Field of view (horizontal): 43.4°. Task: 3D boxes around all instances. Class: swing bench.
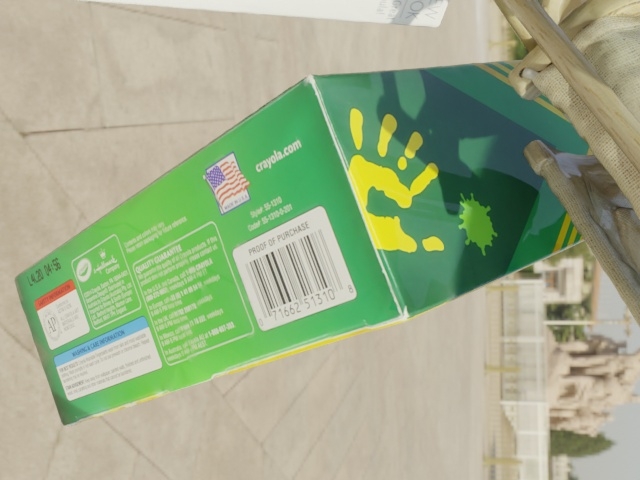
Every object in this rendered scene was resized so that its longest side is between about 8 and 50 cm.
[{"bbox_3d":[0.222,-0.021,0.425,0.254,0.165,0.253,60,7,-52],"label":"swing bench"}]

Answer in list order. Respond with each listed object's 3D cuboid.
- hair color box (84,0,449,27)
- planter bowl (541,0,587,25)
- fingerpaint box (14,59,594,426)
[{"bbox_3d":[-0.077,-0.221,0.410,0.185,0.339,0.110,110,-26,-53],"label":"hair color box"},{"bbox_3d":[0.303,-0.233,0.856,0.109,0.162,0.162,12,74,-43],"label":"planter bowl"},{"bbox_3d":[0.000,0.000,0.728,0.371,0.445,0.163,-16,84,-45],"label":"fingerpaint box"}]
